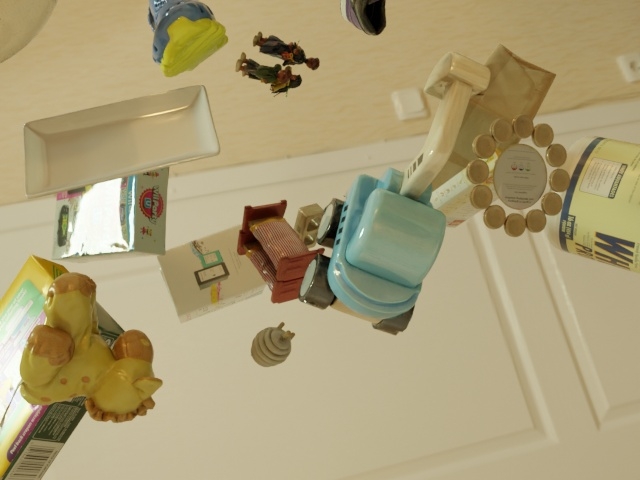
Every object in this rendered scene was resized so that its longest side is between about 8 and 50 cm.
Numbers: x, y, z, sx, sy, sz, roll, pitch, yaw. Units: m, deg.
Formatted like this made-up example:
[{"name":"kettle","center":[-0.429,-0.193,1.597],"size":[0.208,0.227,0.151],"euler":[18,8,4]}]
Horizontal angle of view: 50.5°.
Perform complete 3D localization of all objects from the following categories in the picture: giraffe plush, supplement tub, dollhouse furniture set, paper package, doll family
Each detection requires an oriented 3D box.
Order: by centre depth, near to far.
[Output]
[{"name":"giraffe plush","center":[-0.290,0.162,0.884],"size":[0.181,0.171,0.210],"euler":[173,117,-74]},{"name":"doll family","center":[-0.068,-0.311,1.190],"size":[0.076,0.112,0.193],"euler":[100,-171,-50]},{"name":"supplement tub","center":[0.613,-0.053,1.256],"size":[0.325,0.235,0.235],"euler":[20,128,35]},{"name":"paper package","center":[0.398,-0.265,1.675],"size":[0.309,0.168,0.324],"euler":[-53,-10,-41]},{"name":"dollhouse furniture set","center":[0.000,0.000,1.685],"size":[0.201,0.374,0.152],"euler":[49,138,35]}]

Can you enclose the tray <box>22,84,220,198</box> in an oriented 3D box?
[{"name":"tray","center":[-0.285,-0.139,0.974],"size":[0.030,0.271,0.145],"euler":[85,169,-56]}]

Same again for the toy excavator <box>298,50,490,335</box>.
[{"name":"toy excavator","center":[0.169,-0.081,1.314],"size":[0.445,0.222,0.432],"euler":[131,158,-56]}]

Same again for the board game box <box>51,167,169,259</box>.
[{"name":"board game box","center":[-0.490,-0.068,1.576],"size":[0.098,0.304,0.223],"euler":[13,-106,-54]}]

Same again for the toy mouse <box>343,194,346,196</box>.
[{"name":"toy mouse","center":[0.155,-0.071,1.574],"size":[0.143,0.161,0.031],"euler":[12,73,43]}]

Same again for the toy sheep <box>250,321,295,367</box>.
[{"name":"toy sheep","center":[-0.101,0.222,1.441],"size":[0.132,0.091,0.091],"euler":[-50,45,38]}]

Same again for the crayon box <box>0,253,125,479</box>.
[{"name":"crayon box","center":[-0.598,0.263,1.413],"size":[0.313,0.362,0.106],"euler":[35,-179,36]}]

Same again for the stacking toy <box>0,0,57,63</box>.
[{"name":"stacking toy","center":[-0.514,-0.453,0.938],"size":[0.480,0.351,0.350],"euler":[-112,15,-58]}]

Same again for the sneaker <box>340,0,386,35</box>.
[{"name":"sneaker","center":[0.102,-0.580,1.469],"size":[0.124,0.107,0.283],"euler":[54,167,39]}]

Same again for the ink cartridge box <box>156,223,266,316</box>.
[{"name":"ink cartridge box","center":[-0.324,0.101,2.011],"size":[0.198,0.270,0.197],"euler":[124,125,-75]}]

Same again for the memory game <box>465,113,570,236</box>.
[{"name":"memory game","center":[0.297,-0.096,1.013],"size":[0.012,0.186,0.186],"euler":[-171,70,-68]}]

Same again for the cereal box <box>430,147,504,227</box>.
[{"name":"cereal box","center":[0.336,-0.109,1.499],"size":[0.240,0.173,0.047],"euler":[-36,65,33]}]

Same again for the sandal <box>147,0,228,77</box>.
[{"name":"sandal","center":[-0.234,-0.351,1.105],"size":[0.138,0.126,0.317],"euler":[54,180,-16]}]
